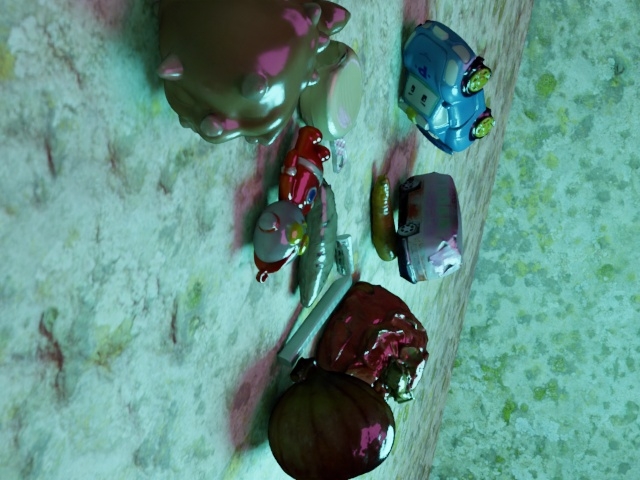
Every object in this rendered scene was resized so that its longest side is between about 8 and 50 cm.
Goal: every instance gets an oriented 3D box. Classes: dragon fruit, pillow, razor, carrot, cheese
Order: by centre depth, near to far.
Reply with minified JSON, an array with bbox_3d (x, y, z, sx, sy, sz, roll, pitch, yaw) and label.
[{"bbox_3d":[0.023,-0.202,1.086,0.137,0.065,0.227,-55,150,-35],"label":"cheese"},{"bbox_3d":[0.000,0.001,1.181,0.093,0.051,0.241,-27,128,-56],"label":"pillow"},{"bbox_3d":[0.005,0.121,1.266,0.111,0.056,0.277,82,31,-48],"label":"razor"},{"bbox_3d":[0.111,0.222,1.395,0.152,0.205,0.316,58,50,-61],"label":"dragon fruit"},{"bbox_3d":[0.139,-0.048,1.494,0.059,0.059,0.247,-57,149,-39],"label":"carrot"}]

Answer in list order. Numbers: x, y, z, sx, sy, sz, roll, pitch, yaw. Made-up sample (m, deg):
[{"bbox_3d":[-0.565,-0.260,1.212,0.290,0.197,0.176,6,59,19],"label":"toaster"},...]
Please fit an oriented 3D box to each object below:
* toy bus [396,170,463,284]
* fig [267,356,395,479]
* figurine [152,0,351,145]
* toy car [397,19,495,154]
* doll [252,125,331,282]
[{"bbox_3d":[0.250,-0.035,1.560,0.302,0.147,0.127,-80,156,-53],"label":"toy bus"},{"bbox_3d":[0.020,0.326,1.217,0.235,0.235,0.214,53,32,-64],"label":"fig"},{"bbox_3d":[-0.073,-0.216,0.686,0.247,0.177,0.173,-55,171,-19],"label":"figurine"},{"bbox_3d":[0.251,-0.319,1.447,0.166,0.198,0.314,-39,149,-5],"label":"toy car"},{"bbox_3d":[-0.045,-0.049,1.008,0.142,0.076,0.244,59,45,-61],"label":"doll"}]
